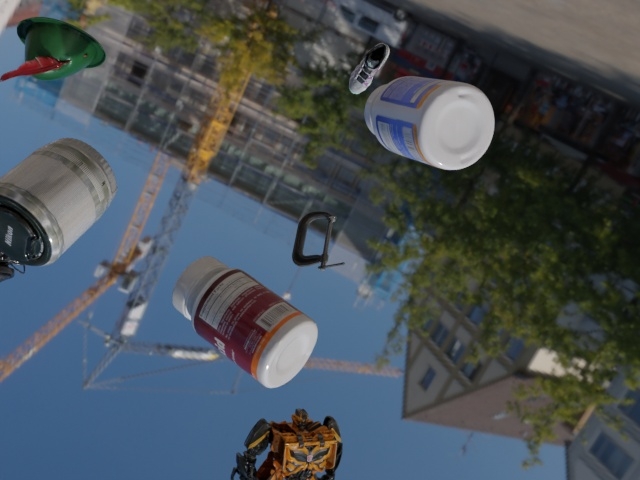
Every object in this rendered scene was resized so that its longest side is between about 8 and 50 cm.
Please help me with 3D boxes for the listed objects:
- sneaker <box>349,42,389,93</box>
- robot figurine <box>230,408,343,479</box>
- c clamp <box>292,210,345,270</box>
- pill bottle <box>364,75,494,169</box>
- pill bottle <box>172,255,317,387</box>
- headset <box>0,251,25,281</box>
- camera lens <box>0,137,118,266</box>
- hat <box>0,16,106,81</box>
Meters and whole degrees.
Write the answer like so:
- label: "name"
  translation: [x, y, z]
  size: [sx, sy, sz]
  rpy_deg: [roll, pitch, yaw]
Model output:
- label: "sneaker"
  translation: [0.079, -0.290, 1.257]
  size: [0.038, 0.098, 0.069]
  rpy_deg: [33, -170, 0]
- label: "robot figurine"
  translation: [-0.052, 0.428, 1.270]
  size: [0.211, 0.291, 0.085]
  rpy_deg: [6, -169, -34]
- label: "c clamp"
  translation: [0.000, 0.000, 1.642]
  size: [0.022, 0.137, 0.161]
  rpy_deg: [42, -137, -45]
- label: "pill bottle"
  translation: [0.188, -0.226, 1.401]
  size: [0.152, 0.152, 0.272]
  rpy_deg: [19, -172, -25]
- label: "pill bottle"
  translation: [-0.220, 0.218, 2.116]
  size: [0.392, 0.224, 0.224]
  rpy_deg: [32, -164, 28]
- label: "headset"
  translation: [-0.875, 0.002, 1.953]
  size: [0.394, 0.244, 0.185]
  rpy_deg: [18, -173, 42]
- label: "camera lens"
  translation: [-0.641, -0.090, 1.771]
  size: [0.219, 0.219, 0.274]
  rpy_deg: [27, -136, 5]
- label: "hat"
  translation: [-0.555, -0.331, 1.525]
  size: [0.208, 0.184, 0.173]
  rpy_deg: [23, 155, -39]
